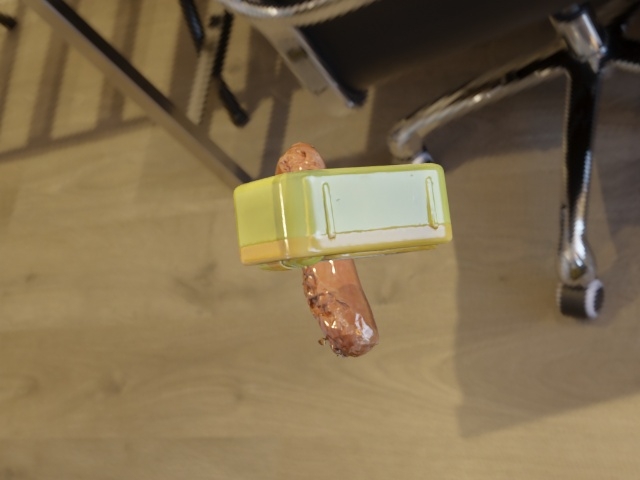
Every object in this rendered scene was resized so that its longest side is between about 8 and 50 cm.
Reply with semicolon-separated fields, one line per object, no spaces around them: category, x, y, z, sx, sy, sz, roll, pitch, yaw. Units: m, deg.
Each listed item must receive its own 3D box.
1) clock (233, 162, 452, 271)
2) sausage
clock;0.023;-0.024;1.206;0.143;0.202;0.096;-14;84;57
sausage;-0.001;0.000;1.468;0.079;0.087;0.327;-24;57;12
